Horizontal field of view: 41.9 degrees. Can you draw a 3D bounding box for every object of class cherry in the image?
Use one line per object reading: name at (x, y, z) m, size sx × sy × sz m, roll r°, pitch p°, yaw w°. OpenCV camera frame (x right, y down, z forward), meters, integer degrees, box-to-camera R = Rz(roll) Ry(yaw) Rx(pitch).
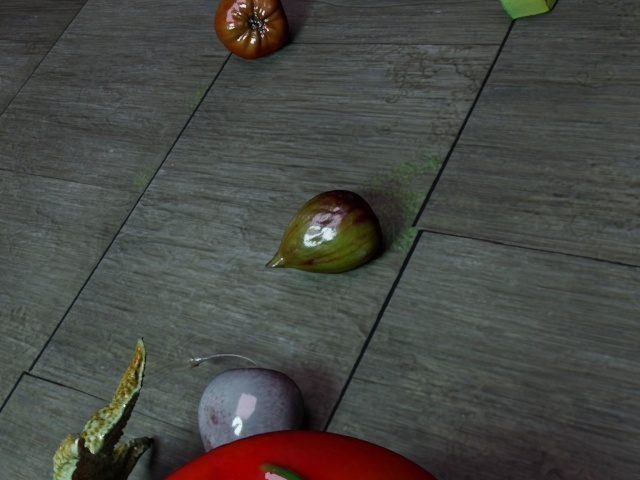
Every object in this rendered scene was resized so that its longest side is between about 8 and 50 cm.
cherry at (-0.105, 0.214, 0.975) m, size 0.188 × 0.115 × 0.148 m, roll -9°, pitch 91°, yaw 32°

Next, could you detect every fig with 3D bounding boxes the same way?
fig at (0.000, 0.000, 1.073) m, size 0.155 × 0.103 × 0.109 m, roll -32°, pitch 24°, yaw -8°

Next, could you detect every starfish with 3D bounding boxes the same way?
starfish at (-0.231, 0.253, 0.858) m, size 0.078 × 0.357 × 0.347 m, roll 4°, pitch 49°, yaw 1°

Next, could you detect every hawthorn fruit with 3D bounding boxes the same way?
hawthorn fruit at (-0.121, -0.363, 1.410) m, size 0.140 × 0.125 × 0.125 m, roll -13°, pitch 46°, yaw 52°

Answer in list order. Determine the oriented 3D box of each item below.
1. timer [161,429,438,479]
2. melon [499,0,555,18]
timer at (-0.019, 0.344, 0.654) m, size 0.378 × 0.279 × 0.377 m, roll 10°, pitch 58°, yaw -17°
melon at (0.362, -0.392, 1.202) m, size 0.210 × 0.064 × 0.117 m, roll -7°, pitch 52°, yaw 21°
